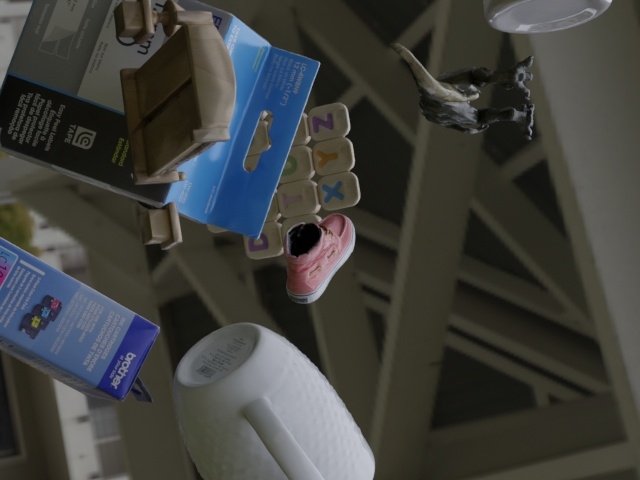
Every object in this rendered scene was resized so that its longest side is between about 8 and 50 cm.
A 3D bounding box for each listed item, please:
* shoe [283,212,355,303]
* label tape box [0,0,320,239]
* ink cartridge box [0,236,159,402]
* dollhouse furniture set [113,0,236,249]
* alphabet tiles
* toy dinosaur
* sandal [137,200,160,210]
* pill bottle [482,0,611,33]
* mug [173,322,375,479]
[{"bbox_3d":[0.000,0.000,1.660,0.178,0.063,0.081,-59,152,-46],"label":"shoe"},{"bbox_3d":[-0.202,-0.174,1.507,0.115,0.347,0.249,89,20,-86],"label":"label tape box"},{"bbox_3d":[-0.450,0.150,2.108,0.151,0.395,0.270,-65,-162,-15],"label":"ink cartridge box"},{"bbox_3d":[-0.084,-0.194,1.315,0.303,0.174,0.355,-21,-105,62],"label":"dollhouse furniture set"},{"bbox_3d":[-0.075,-0.117,2.009,0.278,0.021,0.284,-10,-94,23],"label":"alphabet tiles"},{"bbox_3d":[0.142,-0.138,1.165,0.268,0.118,0.064,26,70,-77],"label":"toy dinosaur"},{"bbox_3d":[-0.219,-0.120,1.723,0.219,0.090,0.060,97,8,-55],"label":"sandal"},{"bbox_3d":[0.221,-0.341,1.265,0.131,0.131,0.229,153,-68,-65],"label":"pill bottle"},{"bbox_3d":[-0.080,0.330,2.064,0.328,0.276,0.374,60,-10,-26],"label":"mug"}]
